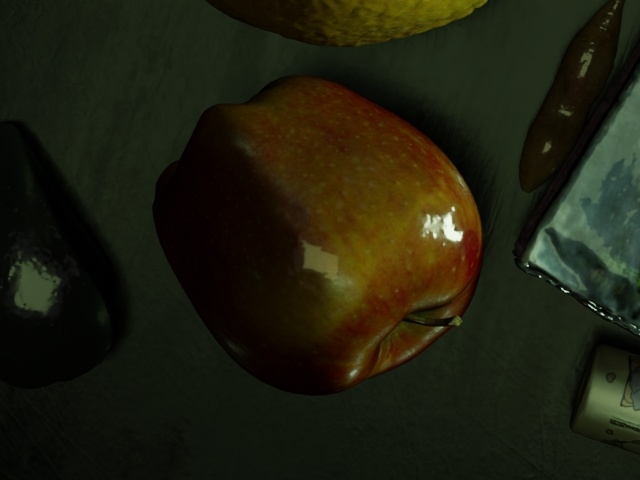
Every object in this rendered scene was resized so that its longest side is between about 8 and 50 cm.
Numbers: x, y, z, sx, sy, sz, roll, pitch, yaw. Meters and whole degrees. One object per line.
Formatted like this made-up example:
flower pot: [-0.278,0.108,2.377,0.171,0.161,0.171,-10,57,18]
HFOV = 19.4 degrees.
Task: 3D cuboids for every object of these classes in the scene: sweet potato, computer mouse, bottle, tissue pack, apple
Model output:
sweet potato: [0.253,-0.147,1.875,0.051,0.065,0.218,24,98,0]
computer mouse: [-0.334,0.020,1.968,0.168,0.087,0.295,-30,91,14]
bottle: [0.366,0.174,1.894,0.209,0.097,0.110,18,62,4]
tissue pack: [0.382,-0.074,1.830,0.259,0.122,0.361,31,99,-7]
apple: [0.000,0.000,1.829,0.317,0.288,0.288,45,101,13]

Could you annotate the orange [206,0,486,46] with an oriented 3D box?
orange: [0.018,-0.340,1.762,0.357,0.322,0.322,19,100,-5]
